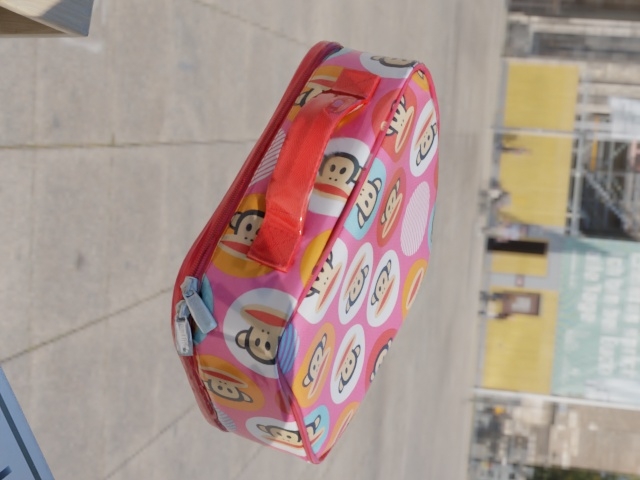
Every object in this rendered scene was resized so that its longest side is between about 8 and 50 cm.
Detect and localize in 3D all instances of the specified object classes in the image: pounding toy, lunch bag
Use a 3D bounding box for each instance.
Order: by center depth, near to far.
[{"bbox_3d":[-0.227,-0.202,0.720,0.141,0.130,0.100,14,82,-60],"label":"pounding toy"},{"bbox_3d":[0.000,0.000,0.826,0.258,0.120,0.293,79,33,-55],"label":"lunch bag"}]

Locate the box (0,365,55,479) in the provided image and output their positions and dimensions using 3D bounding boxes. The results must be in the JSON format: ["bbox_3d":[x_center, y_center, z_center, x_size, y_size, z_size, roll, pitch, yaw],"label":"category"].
[{"bbox_3d":[-0.179,0.180,0.458,0.169,0.087,0.290,-39,127,-34],"label":"box"}]
